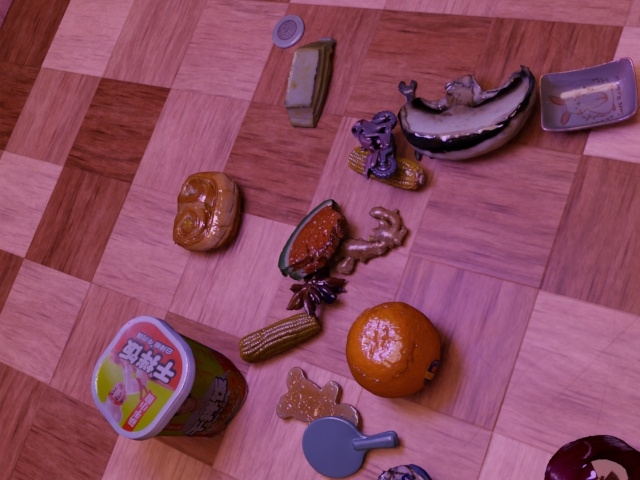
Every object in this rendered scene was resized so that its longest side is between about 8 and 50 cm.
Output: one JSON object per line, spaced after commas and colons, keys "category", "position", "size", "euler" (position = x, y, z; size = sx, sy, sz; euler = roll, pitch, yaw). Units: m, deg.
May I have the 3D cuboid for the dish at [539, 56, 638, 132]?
{"category": "dish", "position": [0.620, -0.322, 1.828], "size": [0.212, 0.077, 0.151], "euler": [-8, 70, 27]}

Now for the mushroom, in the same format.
{"category": "mushroom", "position": [0.364, -0.304, 1.937], "size": [0.344, 0.130, 0.248], "euler": [-19, 44, 17]}

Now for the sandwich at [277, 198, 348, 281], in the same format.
{"category": "sandwich", "position": [-0.001, -0.001, 2.030], "size": [0.159, 0.079, 0.235], "euler": [-9, 44, 38]}

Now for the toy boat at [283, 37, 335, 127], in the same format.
{"category": "toy boat", "position": [-0.033, -0.458, 2.238], "size": [0.111, 0.084, 0.276], "euler": [7, 77, 33]}

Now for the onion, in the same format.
{"category": "onion", "position": [0.529, 0.470, 1.511], "size": [0.216, 0.206, 0.207], "euler": [-49, 57, 4]}

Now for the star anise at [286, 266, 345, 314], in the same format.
{"category": "star anise", "position": [-0.019, 0.127, 2.013], "size": [0.167, 0.057, 0.168], "euler": [-11, 36, 8]}

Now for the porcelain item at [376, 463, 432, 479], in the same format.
{"category": "porcelain item", "position": [0.149, 0.625, 1.725], "size": [0.186, 0.138, 0.288], "euler": [44, 92, 16]}

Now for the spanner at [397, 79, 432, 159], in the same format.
{"category": "spanner", "position": [0.248, -0.317, 2.069], "size": [0.054, 0.015, 0.255], "euler": [-20, 64, 20]}

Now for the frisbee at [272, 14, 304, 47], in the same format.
{"category": "frisbee", "position": [-0.098, -0.627, 2.376], "size": [0.110, 0.014, 0.110], "euler": [-10, 68, 25]}

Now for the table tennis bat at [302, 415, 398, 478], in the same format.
{"category": "table tennis bat", "position": [0.068, 0.475, 1.847], "size": [0.237, 0.038, 0.149], "euler": [-14, 90, 22]}

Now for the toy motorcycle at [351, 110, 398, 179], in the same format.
{"category": "toy motorcycle", "position": [0.134, -0.236, 1.979], "size": [0.118, 0.084, 0.213], "euler": [-5, 55, 11]}

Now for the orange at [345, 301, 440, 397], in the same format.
{"category": "orange", "position": [0.165, 0.249, 1.805], "size": [0.219, 0.193, 0.219], "euler": [-3, 80, 15]}

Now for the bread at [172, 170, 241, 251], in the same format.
{"category": "bread", "position": [-0.319, -0.079, 2.236], "size": [0.198, 0.120, 0.236], "euler": [-1, 72, 30]}

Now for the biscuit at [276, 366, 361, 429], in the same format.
{"category": "biscuit", "position": [-0.002, 0.411, 1.934], "size": [0.234, 0.030, 0.153], "euler": [17, 83, 32]}

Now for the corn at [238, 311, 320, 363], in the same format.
{"category": "corn", "position": [-0.104, 0.247, 2.027], "size": [0.231, 0.080, 0.080], "euler": [-25, 62, 14]}

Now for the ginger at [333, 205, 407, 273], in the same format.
{"category": "ginger", "position": [0.127, -0.001, 2.000], "size": [0.176, 0.052, 0.193], "euler": [6, 74, 36]}

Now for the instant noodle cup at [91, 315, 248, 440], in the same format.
{"category": "instant noodle cup", "position": [-0.357, 0.362, 1.984], "size": [0.293, 0.308, 0.294], "euler": [-11, 67, 27]}

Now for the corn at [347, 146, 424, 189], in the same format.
{"category": "corn", "position": [0.168, -0.186, 2.029], "size": [0.238, 0.080, 0.080], "euler": [25, 85, 37]}
